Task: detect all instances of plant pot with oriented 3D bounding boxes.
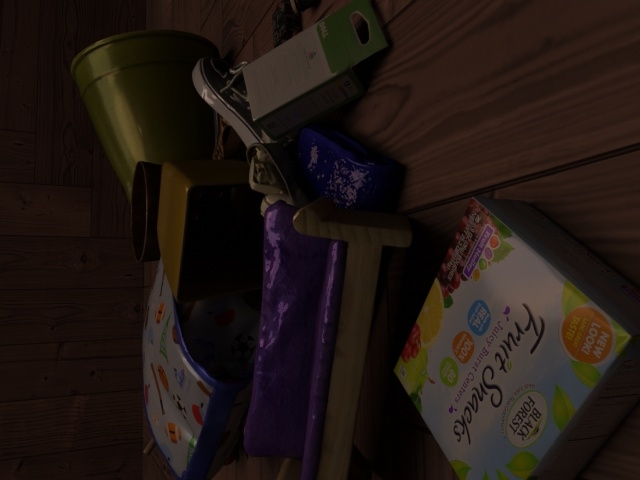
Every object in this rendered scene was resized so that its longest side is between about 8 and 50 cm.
[{"bbox_3d":[-0.282,-0.059,1.174,0.215,0.231,0.215,-1,89,62],"label":"plant pot"},{"bbox_3d":[-0.182,-0.042,0.938,0.187,0.212,0.212,38,125,42],"label":"plant pot"},{"bbox_3d":[-0.399,-0.275,1.350,0.366,0.367,0.352,-20,82,63],"label":"plant pot"}]

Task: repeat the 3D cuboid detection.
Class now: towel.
[{"bbox_3d":[0.000,0.000,0.767,0.227,0.076,0.308,-133,50,-57],"label":"towel"}]

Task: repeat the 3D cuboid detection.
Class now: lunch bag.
[{"bbox_3d":[-0.213,0.217,1.023,0.385,0.239,0.327,-108,32,-49],"label":"lunch bag"}]

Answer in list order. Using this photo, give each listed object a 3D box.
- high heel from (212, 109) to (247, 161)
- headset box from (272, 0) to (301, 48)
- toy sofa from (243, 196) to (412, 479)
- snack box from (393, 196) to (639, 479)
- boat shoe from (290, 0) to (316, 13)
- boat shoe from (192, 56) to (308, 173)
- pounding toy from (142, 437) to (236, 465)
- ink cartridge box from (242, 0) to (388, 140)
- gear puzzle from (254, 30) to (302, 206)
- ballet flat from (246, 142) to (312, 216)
[{"bbox_3d":[-0.169,-0.203,1.137,0.261,0.093,0.186,21,118,61],"label":"high heel"},{"bbox_3d":[-0.062,-0.397,0.965,0.062,0.032,0.083,-24,67,61],"label":"headset box"},{"bbox_3d":[-0.008,0.136,0.608,0.150,0.177,0.362,-51,-31,-78],"label":"toy sofa"},{"bbox_3d":[0.157,0.095,0.442,0.174,0.070,0.207,-121,40,-49],"label":"snack box"},{"bbox_3d":[-0.031,-0.442,0.897,0.049,0.042,0.133,47,-146,-63],"label":"boat shoe"},{"bbox_3d":[-0.116,-0.242,0.899,0.306,0.113,0.105,55,126,34],"label":"boat shoe"},{"bbox_3d":[-0.264,0.446,1.241,0.237,0.110,0.183,-5,48,30],"label":"pounding toy"},{"bbox_3d":[-0.003,-0.239,0.751,0.209,0.062,0.109,-25,59,19],"label":"ink cartridge box"},{"bbox_3d":[-0.078,-0.208,0.975,0.175,0.044,0.338,-122,41,-49],"label":"gear puzzle"},{"bbox_3d":[-0.059,-0.059,0.739,0.072,0.068,0.213,-62,38,39],"label":"ballet flat"}]
